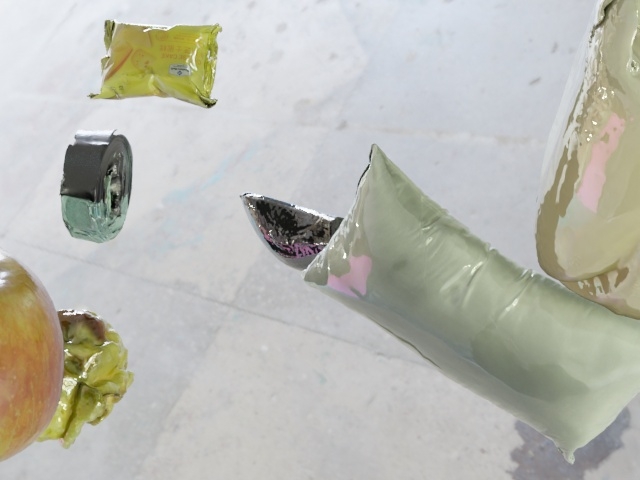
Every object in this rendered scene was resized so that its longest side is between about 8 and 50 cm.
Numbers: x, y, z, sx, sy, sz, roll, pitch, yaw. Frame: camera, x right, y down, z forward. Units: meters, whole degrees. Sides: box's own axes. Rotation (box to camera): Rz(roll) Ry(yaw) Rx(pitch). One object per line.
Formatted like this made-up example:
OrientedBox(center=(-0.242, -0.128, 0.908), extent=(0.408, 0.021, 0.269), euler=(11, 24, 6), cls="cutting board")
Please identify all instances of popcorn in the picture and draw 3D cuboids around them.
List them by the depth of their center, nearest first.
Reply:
OrientedBox(center=(-0.380, 0.203, 1.314), extent=(0.218, 0.189, 0.169), euler=(-49, -6, -37), cls="popcorn")

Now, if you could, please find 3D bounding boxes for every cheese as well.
OrientedBox(center=(0.208, -0.086, 0.529), extent=(0.127, 0.233, 0.266), euler=(15, 57, 12), cls="cheese")

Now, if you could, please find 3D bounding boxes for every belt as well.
OrientedBox(center=(-0.267, -0.066, 1.081), extent=(0.058, 0.105, 0.140), euler=(7, 95, 11), cls="belt")

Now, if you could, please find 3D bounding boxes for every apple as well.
OrientedBox(center=(-0.428, 0.104, 0.981), extent=(0.309, 0.277, 0.250), euler=(13, 91, 10), cls="apple")

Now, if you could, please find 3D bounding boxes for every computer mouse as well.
OrientedBox(center=(0.000, 0.000, 1.166), extent=(0.264, 0.147, 0.088), euler=(14, 92, 46), cls="computer mouse")

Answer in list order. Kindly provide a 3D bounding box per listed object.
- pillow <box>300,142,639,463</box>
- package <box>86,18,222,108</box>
OrientedBox(center=(0.111, 0.045, 0.638), extent=(0.254, 0.144, 0.078), euler=(34, 46, 12), cls="pillow")
OrientedBox(center=(-0.274, -0.297, 1.499), extent=(0.226, 0.090, 0.168), euler=(1, 70, 8), cls="package")
